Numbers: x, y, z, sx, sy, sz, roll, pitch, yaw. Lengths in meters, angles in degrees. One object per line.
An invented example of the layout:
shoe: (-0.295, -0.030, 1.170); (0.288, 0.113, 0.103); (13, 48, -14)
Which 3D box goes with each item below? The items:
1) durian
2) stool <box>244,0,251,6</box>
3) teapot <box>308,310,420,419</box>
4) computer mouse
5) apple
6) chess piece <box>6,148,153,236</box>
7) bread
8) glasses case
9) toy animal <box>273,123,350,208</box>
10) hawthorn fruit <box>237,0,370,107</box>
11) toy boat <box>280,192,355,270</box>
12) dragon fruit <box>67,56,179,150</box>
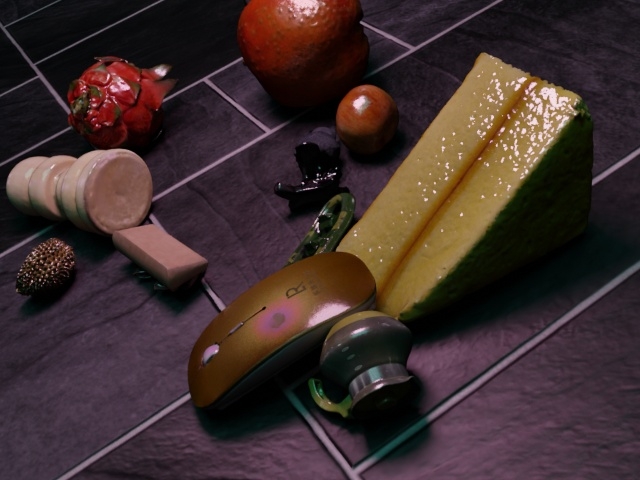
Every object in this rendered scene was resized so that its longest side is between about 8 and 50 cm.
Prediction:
durian: (-0.474, 0.051, 1.367); (0.071, 0.110, 0.140); (29, 40, 0)
stool: (-0.067, -0.556, 1.814); (0.232, 0.141, 0.232); (-11, 42, 10)
teapot: (0.054, 0.173, 1.014); (0.165, 0.130, 0.119); (-40, 52, 25)
computer mouse: (-0.065, 0.120, 1.091); (0.310, 0.072, 0.158); (-33, 33, 3)
apple: (0.088, -0.223, 1.413); (0.102, 0.126, 0.126); (32, 60, 23)
chess piece: (-0.484, -0.103, 1.482); (0.299, 0.167, 0.167); (8, 48, 33)
bread: (0.185, -0.062, 1.120); (0.361, 0.245, 0.233); (-30, 41, -16)
glasses case: (-0.266, 0.035, 1.321); (0.102, 0.070, 0.193); (-14, 30, -39)
toy animal: (-0.020, -0.161, 1.393); (0.121, 0.117, 0.210); (-15, 43, 15)
hawthorn fruit: (-0.038, -0.402, 1.552); (0.299, 0.275, 0.275); (-13, 40, 27)
toy boat: (0.000, 0.000, 1.248); (0.104, 0.052, 0.210); (-21, 29, 50)
dragon fruit: (-0.418, -0.290, 1.629); (0.192, 0.193, 0.274); (14, 27, 28)
